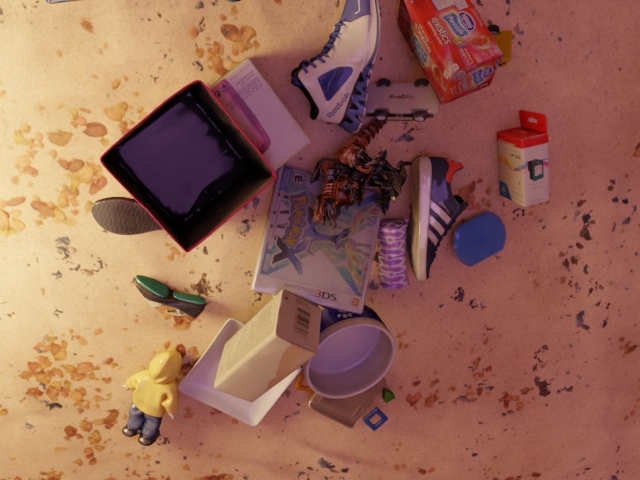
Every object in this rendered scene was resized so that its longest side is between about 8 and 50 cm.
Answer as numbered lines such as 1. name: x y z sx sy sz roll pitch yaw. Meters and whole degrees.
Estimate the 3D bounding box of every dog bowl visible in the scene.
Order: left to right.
1. dog bowl: 0.069 0.306 1.376 0.264 0.104 0.265 -10 122 -16

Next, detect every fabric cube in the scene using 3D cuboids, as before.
1. fabric cube: -0.294 -0.170 1.094 0.254 0.258 0.259 -41 113 -7

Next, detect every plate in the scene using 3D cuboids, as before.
1. plate: -0.226 0.383 1.449 0.277 0.045 0.278 34 101 -19

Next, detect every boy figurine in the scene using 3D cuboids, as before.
1. boy figurine: -0.474 0.427 1.391 0.177 0.092 0.286 23 102 9

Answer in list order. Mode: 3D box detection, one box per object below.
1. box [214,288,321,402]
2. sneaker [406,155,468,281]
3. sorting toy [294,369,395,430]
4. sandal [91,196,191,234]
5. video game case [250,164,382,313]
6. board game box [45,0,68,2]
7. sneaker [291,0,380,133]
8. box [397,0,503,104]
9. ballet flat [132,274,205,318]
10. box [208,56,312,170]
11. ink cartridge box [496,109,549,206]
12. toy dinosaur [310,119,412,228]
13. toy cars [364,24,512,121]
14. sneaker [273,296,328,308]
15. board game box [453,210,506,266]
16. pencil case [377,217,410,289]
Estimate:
1. box: -0.138 0.276 1.261 0.121 0.148 0.311 29 131 -21
2. sneaker: 0.322 -0.053 1.347 0.147 0.131 0.351 -2 110 -6
3. sorting toy: 0.080 0.467 1.540 0.347 0.047 0.196 32 97 -20
4. sandal: -0.437 -0.066 1.246 0.254 0.054 0.097 1 117 -21
5. video game case: 0.000 0.000 1.284 0.299 0.036 0.330 14 80 -16
6. board game box: -0.493 -0.587 1.046 0.201 0.035 0.136 -10 112 -7
7. sneaker: 0.026 -0.416 1.159 0.182 0.127 0.316 3 111 -14
8. box: 0.287 -0.461 1.127 0.128 0.123 0.257 -22 72 -2
9. ballet flat: -0.410 0.159 1.319 0.203 0.074 0.074 24 104 -20
10. box: -0.145 -0.294 1.160 0.126 0.149 0.232 -37 112 4
11. ink cartridge box: 0.541 -0.222 1.326 0.077 0.134 0.231 -14 111 -5
12. toy dinosaur: 0.101 -0.174 1.241 0.218 0.164 0.322 26 101 2
13. toy cars: 0.288 -0.400 1.231 0.393 0.087 0.177 -36 71 3
14. sneaker: -0.005 0.117 1.360 0.275 0.110 0.107 3 125 -23
15. board game box: 0.457 -0.008 1.445 0.168 0.033 0.133 -28 108 -5
16. pencil case: 0.205 0.035 1.384 0.088 0.086 0.206 -12 114 -19
